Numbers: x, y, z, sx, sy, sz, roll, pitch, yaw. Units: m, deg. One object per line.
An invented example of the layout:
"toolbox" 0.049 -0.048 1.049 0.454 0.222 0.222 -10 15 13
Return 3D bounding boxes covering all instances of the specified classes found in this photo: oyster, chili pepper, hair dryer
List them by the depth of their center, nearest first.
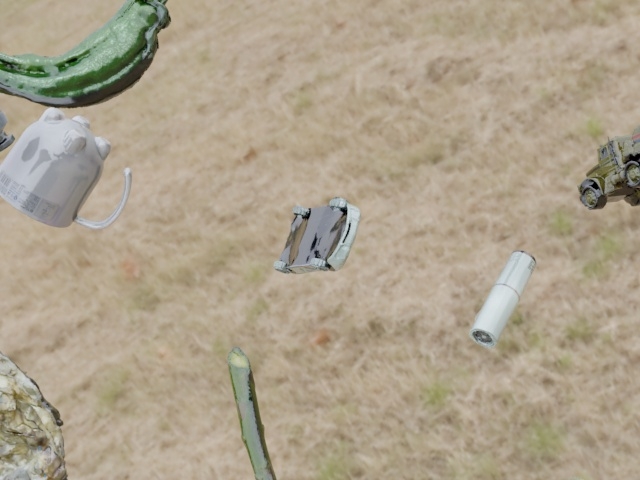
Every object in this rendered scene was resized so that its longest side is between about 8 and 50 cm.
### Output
"chili pepper" -0.245 -0.208 1.049 0.279 0.122 0.065 -29 10 -19
"oyster" -0.390 0.226 1.112 0.198 0.259 0.092 -48 -2 23
"hair dryer" 0.243 0.117 1.430 0.044 0.183 0.155 31 57 8

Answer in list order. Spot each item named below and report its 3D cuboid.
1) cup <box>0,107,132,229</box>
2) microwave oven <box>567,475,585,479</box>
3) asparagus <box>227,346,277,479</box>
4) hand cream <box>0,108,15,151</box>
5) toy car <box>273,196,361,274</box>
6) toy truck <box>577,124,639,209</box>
"cup" -0.377 -0.102 1.461 0.142 0.173 0.134 -52 -11 12
"microwave oven" 0.449 0.524 1.681 0.194 0.145 0.240 23 15 33
"asparagus" -0.056 0.213 0.977 0.034 0.027 0.236 -14 70 -15
"hand cream" -0.502 -0.233 1.335 0.055 0.256 0.088 -6 34 38
"toy car" 0.000 0.000 1.302 0.205 0.056 0.095 -6 62 63
"toy truck" 0.555 -0.140 1.704 0.127 0.127 0.257 -10 -17 -25
